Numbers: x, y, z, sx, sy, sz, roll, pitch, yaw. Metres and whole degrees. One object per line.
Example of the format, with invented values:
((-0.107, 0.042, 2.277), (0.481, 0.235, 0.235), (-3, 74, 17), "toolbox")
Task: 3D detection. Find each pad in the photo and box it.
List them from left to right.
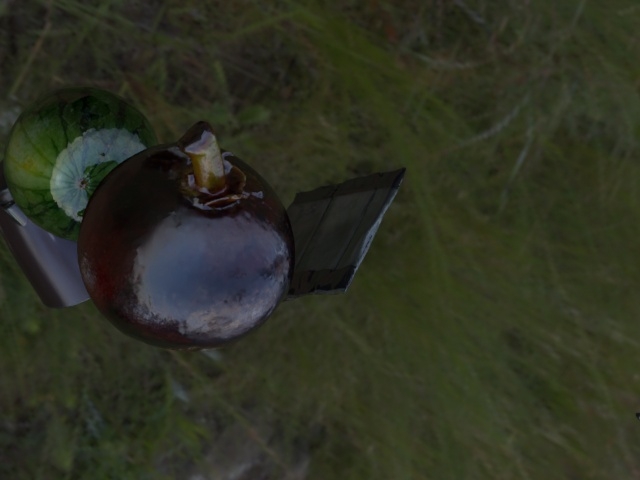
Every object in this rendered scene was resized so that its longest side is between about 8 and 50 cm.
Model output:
((-0.001, 0.000, 1.586), (0.022, 0.233, 0.174), (38, 66, -23), "pad")

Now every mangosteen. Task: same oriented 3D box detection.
((-0.131, -0.018, 1.414), (0.235, 0.235, 0.261), (-33, 155, -40), "mangosteen")

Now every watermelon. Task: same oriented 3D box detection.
((-0.285, -0.096, 1.634), (0.188, 0.215, 0.188), (-3, 110, -7), "watermelon")

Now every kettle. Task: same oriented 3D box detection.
((-0.423, -0.040, 2.133), (0.202, 0.144, 0.232), (-80, 151, -53), "kettle")

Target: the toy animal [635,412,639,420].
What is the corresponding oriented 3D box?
((0.300, 0.118, 1.086), (0.135, 0.047, 0.065), (-16, 115, -27), "toy animal")
